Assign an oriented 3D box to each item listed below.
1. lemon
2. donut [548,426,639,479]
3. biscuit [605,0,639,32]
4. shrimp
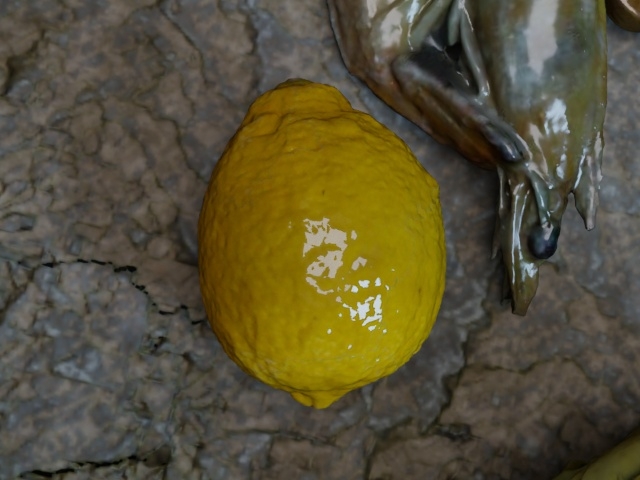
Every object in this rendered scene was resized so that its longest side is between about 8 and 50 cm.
[{"bbox_3d":[0.000,0.000,0.684,0.142,0.142,0.187,-5,85,-8],"label":"lemon"},{"bbox_3d":[0.209,0.269,0.682,0.360,0.170,0.360,0,88,-9],"label":"donut"},{"bbox_3d":[0.246,-0.279,0.782,0.186,0.044,0.295,43,84,-6],"label":"biscuit"},{"bbox_3d":[0.088,-0.110,0.737,0.168,0.077,0.317,-3,93,22],"label":"shrimp"}]
